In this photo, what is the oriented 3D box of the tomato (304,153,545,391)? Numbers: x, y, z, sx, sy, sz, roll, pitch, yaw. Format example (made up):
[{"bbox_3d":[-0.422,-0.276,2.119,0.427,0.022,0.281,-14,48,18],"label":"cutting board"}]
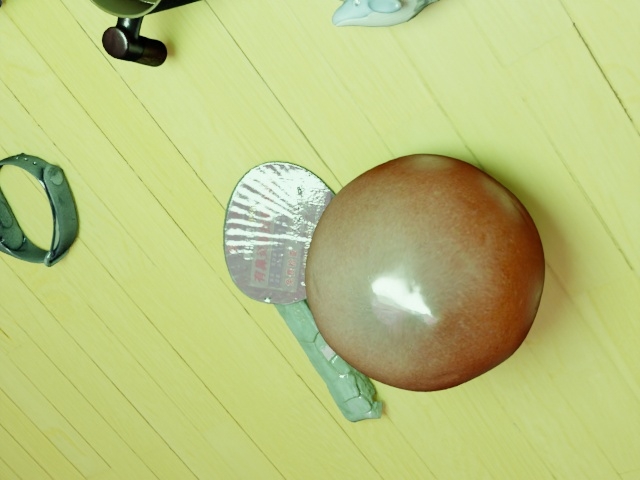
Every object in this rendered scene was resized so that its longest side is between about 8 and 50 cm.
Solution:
[{"bbox_3d":[0.131,0.047,0.950,0.321,0.321,0.321,9,121,15],"label":"tomato"}]

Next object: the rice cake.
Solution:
[{"bbox_3d":[0.003,0.176,1.226,0.066,0.063,0.336,-21,110,34],"label":"rice cake"}]

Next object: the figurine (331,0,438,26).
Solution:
[{"bbox_3d":[0.072,-0.347,0.863,0.184,0.128,0.208,33,117,3],"label":"figurine"}]

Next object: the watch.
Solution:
[{"bbox_3d":[-0.521,-0.050,1.290,0.193,0.068,0.206,-7,114,25],"label":"watch"}]

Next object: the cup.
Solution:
[{"bbox_3d":[-0.204,-0.340,0.934,0.166,0.177,0.239,-1,118,20],"label":"cup"}]

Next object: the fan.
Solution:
[{"bbox_3d":[-0.021,-0.026,1.119,0.294,0.012,0.223,-21,97,9],"label":"fan"}]

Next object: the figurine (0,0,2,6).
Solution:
[{"bbox_3d":[-0.538,-0.485,0.962,0.261,0.186,0.382,23,131,38],"label":"figurine"}]
